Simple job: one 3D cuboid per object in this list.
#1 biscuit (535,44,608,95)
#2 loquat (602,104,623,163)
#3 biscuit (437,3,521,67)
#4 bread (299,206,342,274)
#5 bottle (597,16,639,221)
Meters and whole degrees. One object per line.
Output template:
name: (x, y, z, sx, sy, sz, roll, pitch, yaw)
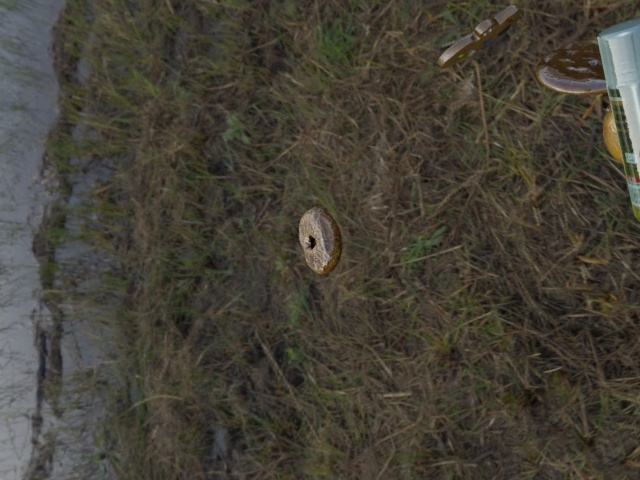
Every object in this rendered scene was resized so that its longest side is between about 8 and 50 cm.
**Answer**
biscuit: (0.573, -0.373, 1.220, 0.212, 0.212, 0.036, 28, 143, 39)
loquat: (0.783, -0.250, 1.319, 0.193, 0.238, 0.238, -43, 58, 14)
biscuit: (0.417, -0.528, 1.482, 0.236, 0.180, 0.039, -30, 88, 21)
bread: (0.000, 0.000, 1.581, 0.193, 0.063, 0.194, 30, 126, 53)
bottle: (0.462, -0.165, 0.796, 0.082, 0.082, 0.286, -7, 115, 39)
